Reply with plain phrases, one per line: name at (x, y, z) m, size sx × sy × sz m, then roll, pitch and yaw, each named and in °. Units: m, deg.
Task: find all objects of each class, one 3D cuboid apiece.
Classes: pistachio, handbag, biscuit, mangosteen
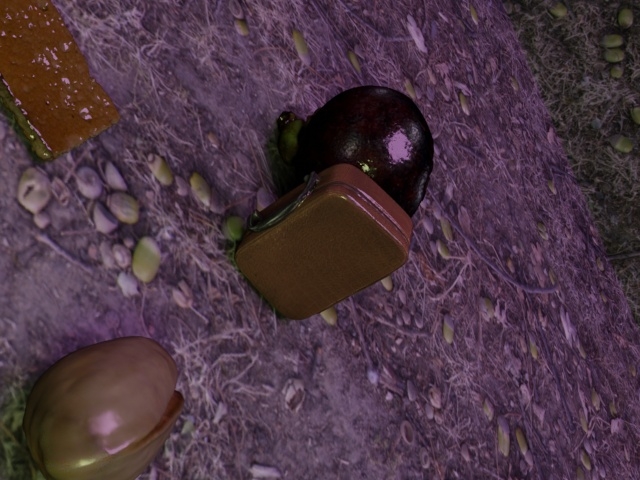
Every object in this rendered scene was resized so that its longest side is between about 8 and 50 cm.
pistachio at (-0.180, 0.148, 0.813) m, size 0.124 × 0.124 × 0.185 m, roll 63°, pitch 31°, yaw -9°
handbag at (0.000, 0.000, 1.126) m, size 0.151 × 0.193 × 0.072 m, roll 48°, pitch 34°, yaw -24°
biscuit at (-0.297, -0.199, 0.946) m, size 0.237 × 0.026 × 0.131 m, roll 60°, pitch 29°, yaw -12°
mangosteen at (0.047, -0.107, 1.282) m, size 0.216 × 0.216 × 0.216 m, roll 36°, pitch 43°, yaw -42°
